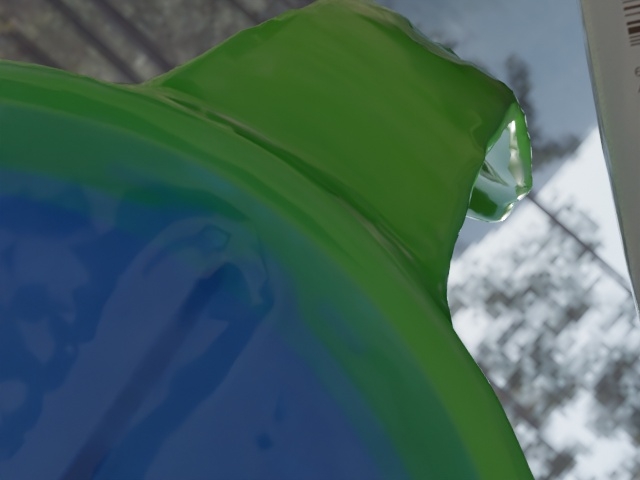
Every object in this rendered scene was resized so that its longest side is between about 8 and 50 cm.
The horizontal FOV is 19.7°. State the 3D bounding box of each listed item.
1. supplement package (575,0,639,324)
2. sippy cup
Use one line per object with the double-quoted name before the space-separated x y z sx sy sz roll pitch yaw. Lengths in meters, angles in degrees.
"supplement package" 0.184 -0.060 0.574 0.198 0.199 0.262 -10 167 10
"sippy cup" -0.069 0.101 0.410 0.305 0.240 0.224 -19 169 -3
